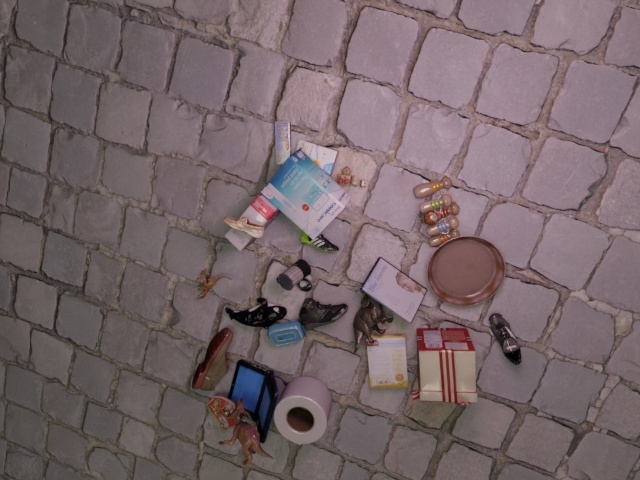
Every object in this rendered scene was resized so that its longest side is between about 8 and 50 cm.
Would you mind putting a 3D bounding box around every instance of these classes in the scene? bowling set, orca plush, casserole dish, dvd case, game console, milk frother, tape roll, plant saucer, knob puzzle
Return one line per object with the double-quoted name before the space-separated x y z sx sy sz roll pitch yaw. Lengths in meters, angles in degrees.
"bowling set" 0.479 -0.096 1.626 0.154 0.200 0.287 -18 102 12
"orca plush" -0.304 0.343 1.905 0.286 0.102 0.151 9 103 8
"casserole dish" -0.159 0.433 1.914 0.188 0.037 0.114 -13 118 11
"dvd case" 0.311 0.205 1.744 0.253 0.022 0.180 35 61 1
"game console" -0.328 0.759 1.970 0.173 0.250 0.294 10 106 -19
"milk frother" -0.105 0.180 1.816 0.143 0.134 0.129 53 136 -1
"tape roll" -0.077 0.780 1.923 0.245 0.169 0.247 2 103 10
"plant saucer" 0.592 0.122 1.708 0.310 0.050 0.311 2 109 7
"knob puzzle" -0.478 0.845 2.041 0.213 0.030 0.213 8 107 28

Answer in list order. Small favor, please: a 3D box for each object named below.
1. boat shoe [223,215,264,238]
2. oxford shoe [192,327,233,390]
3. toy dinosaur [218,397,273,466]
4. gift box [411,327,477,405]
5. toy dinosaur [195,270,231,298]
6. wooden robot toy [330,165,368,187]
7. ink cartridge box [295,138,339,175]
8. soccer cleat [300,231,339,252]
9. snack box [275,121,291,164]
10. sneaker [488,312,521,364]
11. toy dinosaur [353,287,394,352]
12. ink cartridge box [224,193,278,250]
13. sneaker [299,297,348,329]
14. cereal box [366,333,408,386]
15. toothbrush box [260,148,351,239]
"boat shoe" -0.302 -0.067 1.661 0.169 0.063 0.059 24 103 -5
"oxford shoe" -0.490 0.573 2.002 0.130 0.123 0.348 25 106 -23
"toy dinosaur" -0.333 0.871 1.886 0.295 0.127 0.201 26 101 32
"gift box" 0.504 0.531 1.716 0.254 0.276 0.259 -2 103 16
"toy dinosaur" -0.511 0.190 1.941 0.211 0.064 0.112 -39 111 25
"wooden robot toy" 0.113 -0.268 1.718 0.173 0.076 0.079 9 93 8
"ink cartridge box" -0.026 -0.348 1.727 0.181 0.061 0.105 19 105 7
"soccer cleat" 0.000 0.000 1.800 0.178 0.060 0.073 20 103 9
"snack box" -0.157 -0.410 1.758 0.064 0.022 0.179 3 102 11
"sneaker" 0.774 0.412 1.721 0.078 0.106 0.235 -25 96 13
"toy dinosaur" 0.211 0.346 1.818 0.160 0.120 0.314 38 120 33
"ink cartridge box" -0.278 -0.084 1.772 0.100 0.172 0.237 43 106 -1
"sneaker" 0.005 0.306 1.849 0.227 0.087 0.130 -21 104 19
"cereal box" 0.300 0.539 1.865 0.172 0.047 0.241 -3 101 11
"toothbrush box" -0.058 -0.186 1.698 0.295 0.126 0.216 42 123 -6
